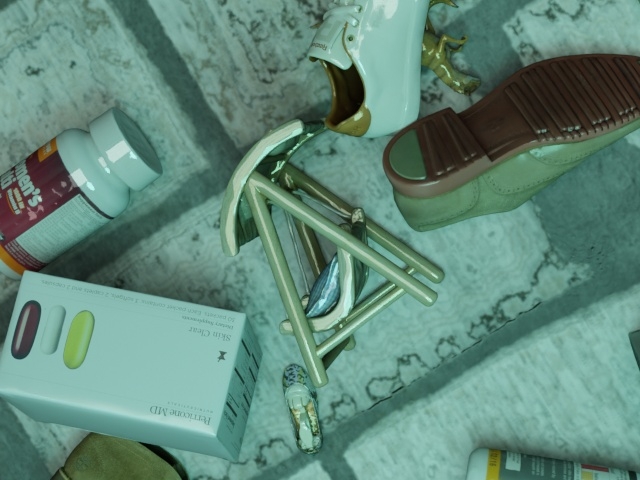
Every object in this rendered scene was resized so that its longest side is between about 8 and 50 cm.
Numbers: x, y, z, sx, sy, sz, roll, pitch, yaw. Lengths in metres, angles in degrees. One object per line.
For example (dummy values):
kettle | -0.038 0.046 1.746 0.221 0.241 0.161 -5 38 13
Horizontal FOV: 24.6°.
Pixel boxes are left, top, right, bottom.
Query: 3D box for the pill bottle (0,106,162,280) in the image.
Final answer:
pill bottle | -0.307 -0.058 1.762 0.221 0.121 0.121 -35 90 9

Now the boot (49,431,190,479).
boot | -0.180 0.342 1.795 0.305 0.112 0.115 36 88 5

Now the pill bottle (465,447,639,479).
pill bottle | 0.299 0.337 1.696 0.278 0.162 0.162 8 96 7

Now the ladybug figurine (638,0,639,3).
ladybug figurine | 0.546 -0.282 1.607 0.449 0.162 0.305 30 98 4

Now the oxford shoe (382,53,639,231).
oxford shoe | 0.241 -0.113 1.705 0.348 0.130 0.123 -19 51 -2

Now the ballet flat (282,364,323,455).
ballet flat | -0.021 0.209 1.789 0.041 0.041 0.114 -13 93 9

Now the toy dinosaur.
toy dinosaur | 0.101 -0.246 1.720 0.211 0.064 0.112 31 100 4

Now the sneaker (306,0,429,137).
sneaker | 0.049 -0.256 1.638 0.123 0.106 0.290 -9 104 -32

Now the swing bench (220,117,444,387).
swing bench | 0.000 0.000 1.659 0.165 0.253 0.254 -38 89 9

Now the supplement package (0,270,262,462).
supplement package | -0.217 0.151 1.709 0.262 0.204 0.145 10 74 7

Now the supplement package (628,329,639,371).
supplement package | 0.464 0.155 1.636 0.194 0.203 0.149 -20 92 9
